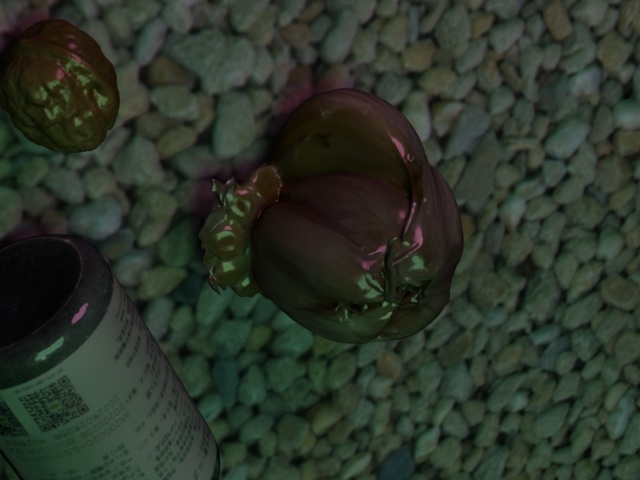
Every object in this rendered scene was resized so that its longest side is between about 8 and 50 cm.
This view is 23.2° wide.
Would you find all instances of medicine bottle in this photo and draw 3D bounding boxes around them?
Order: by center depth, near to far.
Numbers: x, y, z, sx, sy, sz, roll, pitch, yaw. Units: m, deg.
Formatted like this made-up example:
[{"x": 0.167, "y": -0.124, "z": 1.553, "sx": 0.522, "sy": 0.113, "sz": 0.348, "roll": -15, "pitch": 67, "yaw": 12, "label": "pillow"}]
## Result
[{"x": -0.165, "y": 0.142, "z": 1.176, "sx": 0.141, "sy": 0.141, "sz": 0.293, "roll": -36, "pitch": 127, "yaw": -13, "label": "medicine bottle"}]

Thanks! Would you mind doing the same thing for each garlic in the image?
[{"x": 0.000, "y": 0.000, "z": 1.184, "sx": 0.207, "sy": 0.257, "sz": 0.207, "roll": 2, "pitch": 100, "yaw": 9, "label": "garlic"}]

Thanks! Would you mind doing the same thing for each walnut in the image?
[{"x": -0.182, "y": -0.106, "z": 1.081, "sx": 0.096, "sy": 0.082, "sz": 0.079, "roll": 54, "pitch": 48, "yaw": -44, "label": "walnut"}]
